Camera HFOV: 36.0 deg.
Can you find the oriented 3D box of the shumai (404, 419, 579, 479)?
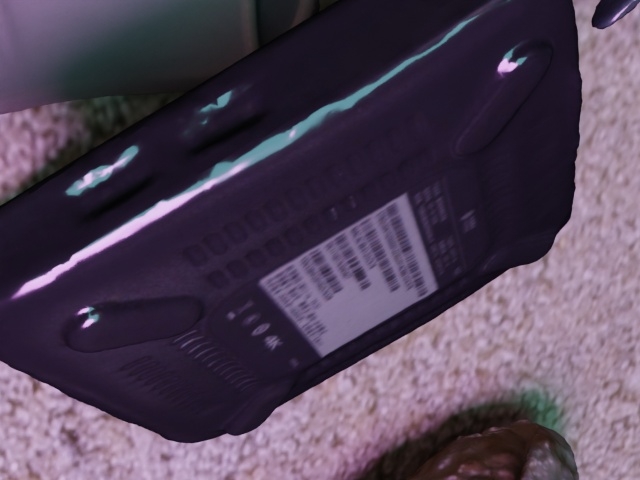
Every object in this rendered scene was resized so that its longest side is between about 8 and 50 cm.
[{"bbox_3d":[0.041,0.267,0.688,0.262,0.267,0.314,9,86,12],"label":"shumai"}]

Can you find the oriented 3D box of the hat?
[{"bbox_3d":[-0.098,-0.173,0.466,0.219,0.164,0.226,-10,159,-25],"label":"hat"}]

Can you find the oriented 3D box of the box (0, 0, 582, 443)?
[{"bbox_3d":[0.000,0.000,0.500,0.288,0.073,0.290,-31,156,-1],"label":"box"}]

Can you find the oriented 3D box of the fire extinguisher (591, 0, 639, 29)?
[{"bbox_3d":[0.354,-0.141,0.585,0.375,0.113,0.200,18,104,-23],"label":"fire extinguisher"}]
